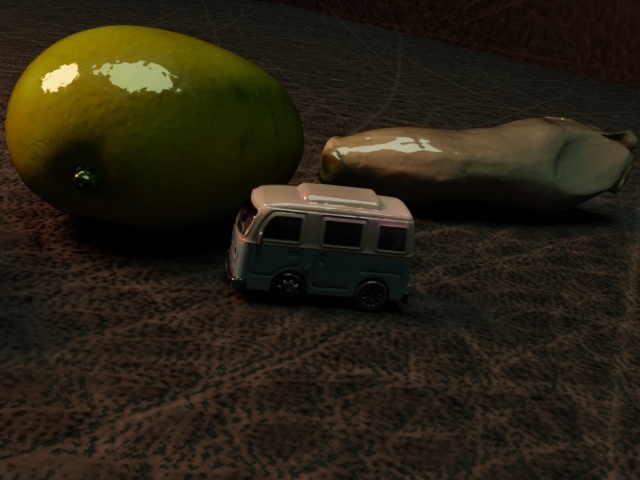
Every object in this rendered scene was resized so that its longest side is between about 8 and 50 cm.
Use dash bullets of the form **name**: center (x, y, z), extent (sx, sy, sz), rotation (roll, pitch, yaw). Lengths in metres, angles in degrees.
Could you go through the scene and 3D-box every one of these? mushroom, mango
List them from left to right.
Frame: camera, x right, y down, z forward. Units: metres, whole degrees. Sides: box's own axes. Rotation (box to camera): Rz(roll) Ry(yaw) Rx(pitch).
- **mango**: center (-0.111, -0.088, 0.644), extent (0.185, 0.149, 0.273), rotation (23, 18, 38)
- **mushroom**: center (0.164, -0.076, 0.819), extent (0.351, 0.097, 0.109), rotation (-2, 21, -23)

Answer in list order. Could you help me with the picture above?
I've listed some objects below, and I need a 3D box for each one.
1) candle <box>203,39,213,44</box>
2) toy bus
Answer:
- **candle**: center (-0.241, -0.289, 1.287), extent (0.084, 0.059, 0.302), rotation (3, 19, 9)
- **toy bus**: center (0.000, 0.000, 0.549), extent (0.123, 0.075, 0.060), rotation (6, 20, -11)
